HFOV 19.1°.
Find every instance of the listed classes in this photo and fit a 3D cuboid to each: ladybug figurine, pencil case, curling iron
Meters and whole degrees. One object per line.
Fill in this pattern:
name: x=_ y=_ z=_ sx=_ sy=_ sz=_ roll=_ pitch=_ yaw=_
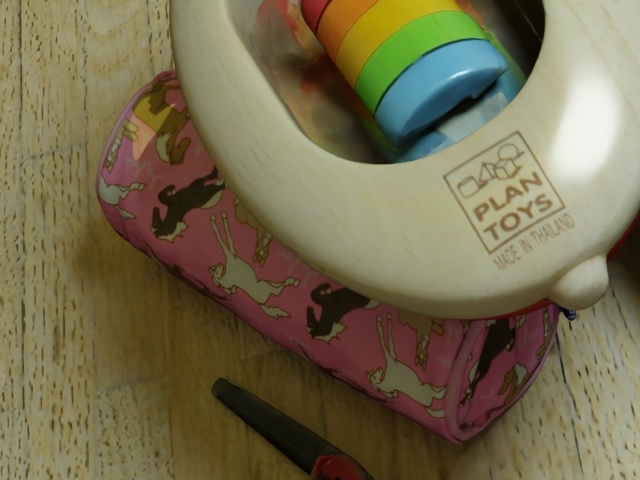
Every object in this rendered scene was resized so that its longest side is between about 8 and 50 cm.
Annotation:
ladybug figurine: x=0.071 y=-0.114 z=1.303 sx=0.305 sy=0.162 sz=0.449 roll=-31 pitch=57 yaw=5
pencil case: x=0.000 y=0.000 z=1.459 sx=0.386 sy=0.160 sz=0.167 roll=28 pitch=73 yaw=31
curling iron: x=0.005 y=0.183 z=1.420 sx=0.068 sy=0.035 sz=0.274 roll=-42 pitch=56 yaw=-9
